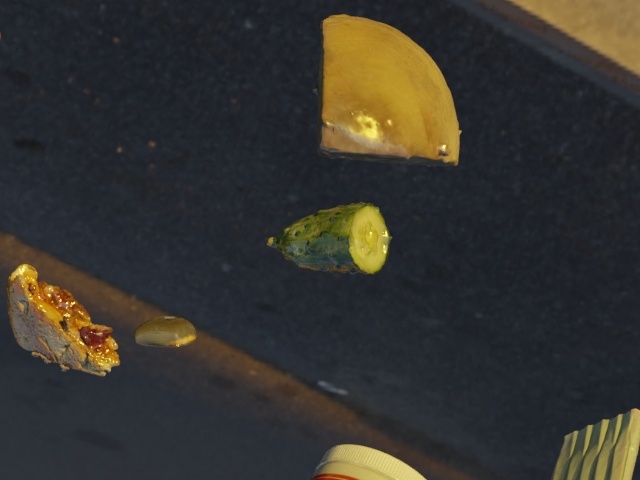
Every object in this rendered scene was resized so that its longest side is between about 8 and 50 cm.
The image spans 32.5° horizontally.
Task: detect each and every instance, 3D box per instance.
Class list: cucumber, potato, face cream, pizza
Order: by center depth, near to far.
[{"bbox_3d":[0.094,-0.196,1.393,0.211,0.190,0.264,5,-177,0],"label":"potato"},{"bbox_3d":[-0.341,0.114,1.482,0.193,0.069,0.154,29,137,15],"label":"pizza"},{"bbox_3d":[0.054,0.430,1.596,0.201,0.187,0.201,20,143,16],"label":"face cream"},{"bbox_3d":[0.002,0.002,2.068,0.244,0.134,0.134,-1,147,36],"label":"cucumber"}]

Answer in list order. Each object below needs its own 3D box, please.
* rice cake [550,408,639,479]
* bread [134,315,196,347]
[{"bbox_3d":[0.460,0.389,1.854,0.037,0.198,0.189,44,131,-15],"label":"rice cake"},{"bbox_3d":[-0.294,0.171,2.078,0.115,0.056,0.082,1,-177,29],"label":"bread"}]
